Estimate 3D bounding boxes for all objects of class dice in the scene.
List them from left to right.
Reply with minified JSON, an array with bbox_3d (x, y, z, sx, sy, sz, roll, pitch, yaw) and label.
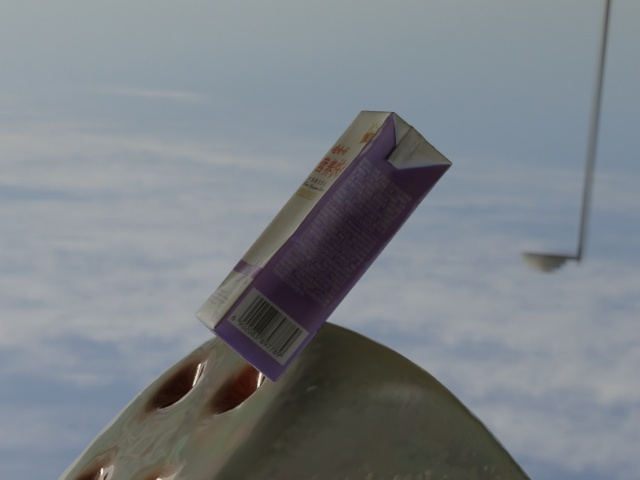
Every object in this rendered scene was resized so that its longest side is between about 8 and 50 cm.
[{"bbox_3d":[-0.015,0.160,0.751,0.193,0.194,0.192,-51,-159,-25],"label":"dice"}]

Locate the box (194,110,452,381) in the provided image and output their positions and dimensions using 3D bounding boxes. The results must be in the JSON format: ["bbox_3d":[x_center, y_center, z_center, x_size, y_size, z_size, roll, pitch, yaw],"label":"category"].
[{"bbox_3d":[0.000,0.000,0.653,0.036,0.117,0.050,40,173,-14],"label":"box"}]
